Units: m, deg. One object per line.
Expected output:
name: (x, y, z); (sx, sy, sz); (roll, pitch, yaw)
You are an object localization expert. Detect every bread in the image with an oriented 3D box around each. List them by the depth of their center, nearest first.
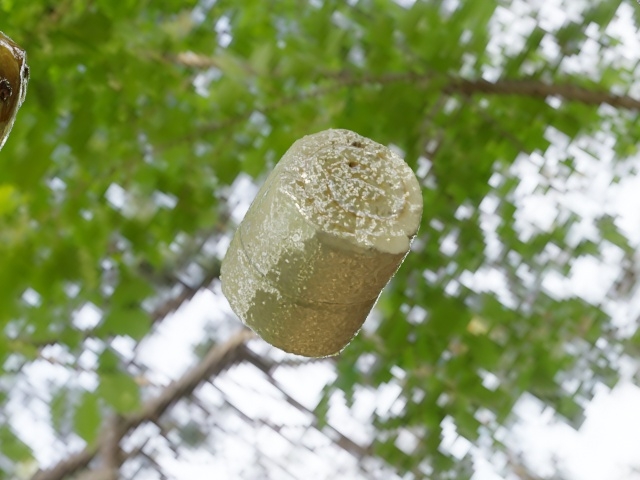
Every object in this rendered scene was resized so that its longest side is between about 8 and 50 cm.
bread: (0.000, 0.000, 1.493); (0.148, 0.134, 0.141); (-89, 23, -48)

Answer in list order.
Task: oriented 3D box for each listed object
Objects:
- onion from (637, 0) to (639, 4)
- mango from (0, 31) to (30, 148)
onion: (0.359, -0.276, 1.400); (0.272, 0.272, 0.195); (-56, -16, -1)
mango: (-0.350, -0.094, 1.424); (0.136, 0.236, 0.166); (55, -156, -36)
